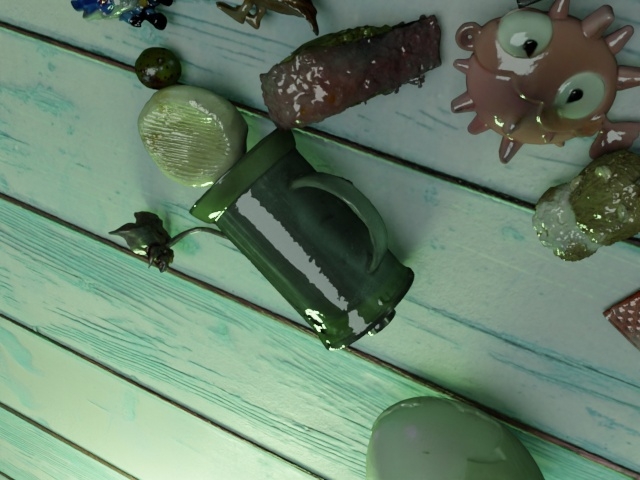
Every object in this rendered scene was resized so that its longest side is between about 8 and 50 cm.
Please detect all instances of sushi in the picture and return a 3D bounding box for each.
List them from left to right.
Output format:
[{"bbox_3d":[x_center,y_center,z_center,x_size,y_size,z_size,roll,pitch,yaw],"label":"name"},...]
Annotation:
[{"bbox_3d":[0.030,-0.220,0.769,0.241,0.161,0.107,-9,111,32],"label":"sushi"}]

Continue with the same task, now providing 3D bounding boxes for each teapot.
[{"bbox_3d":[0.000,0.000,0.880,0.337,0.200,0.270,47,145,-7],"label":"teapot"}]

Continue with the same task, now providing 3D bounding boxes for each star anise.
[{"bbox_3d":[-0.241,-0.015,1.072,0.228,0.148,0.218,-28,67,9],"label":"star anise"}]

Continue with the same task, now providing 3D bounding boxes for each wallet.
[{"bbox_3d":[0.500,0.086,0.792,0.103,0.020,0.196,43,127,-2],"label":"wallet"}]

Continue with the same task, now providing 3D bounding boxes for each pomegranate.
[{"bbox_3d":[-0.268,-0.273,0.948,0.085,0.073,0.073,-34,98,36],"label":"pomegranate"}]

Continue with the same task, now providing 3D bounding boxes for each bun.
[{"bbox_3d":[-0.199,-0.179,0.947,0.184,0.102,0.183,9,128,12],"label":"bun"}]

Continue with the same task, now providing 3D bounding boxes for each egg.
[{"bbox_3d":[0.212,0.410,0.956,0.336,0.278,0.278,44,127,-8],"label":"egg"}]

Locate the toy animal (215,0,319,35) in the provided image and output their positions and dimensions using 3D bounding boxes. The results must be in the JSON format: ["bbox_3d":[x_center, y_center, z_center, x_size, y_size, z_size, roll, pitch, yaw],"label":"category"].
[{"bbox_3d":[-0.051,-0.366,0.785,0.188,0.089,0.179,39,112,9],"label":"toy animal"}]

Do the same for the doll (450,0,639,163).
[{"bbox_3d":[0.274,-0.184,0.703,0.262,0.093,0.211,35,130,-16],"label":"doll"}]

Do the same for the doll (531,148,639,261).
[{"bbox_3d":[0.358,-0.052,0.719,0.221,0.115,0.105,127,133,-57],"label":"doll"}]

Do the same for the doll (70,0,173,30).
[{"bbox_3d":[-0.326,-0.386,0.920,0.195,0.070,0.095,20,94,13],"label":"doll"}]

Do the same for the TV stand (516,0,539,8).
[{"bbox_3d":[0.322,-0.333,0.582,0.270,0.082,0.088,-16,117,24],"label":"TV stand"}]
